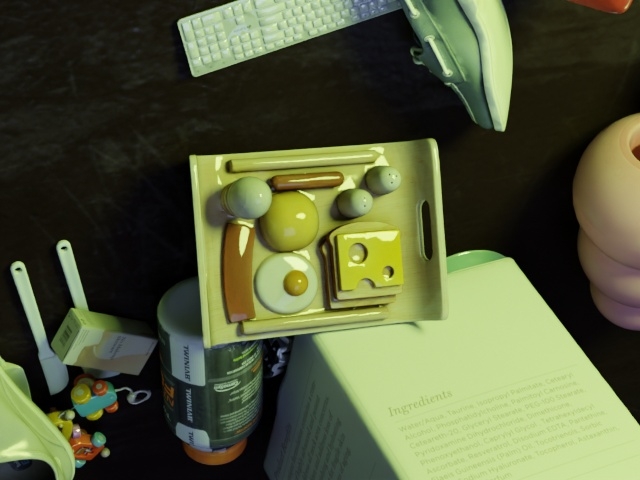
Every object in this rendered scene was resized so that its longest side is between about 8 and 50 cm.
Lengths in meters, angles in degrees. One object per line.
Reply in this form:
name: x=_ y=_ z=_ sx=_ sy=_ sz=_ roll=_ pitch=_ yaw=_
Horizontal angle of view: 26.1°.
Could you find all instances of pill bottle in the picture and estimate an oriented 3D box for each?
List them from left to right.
pill bottle: x=-0.136 y=0.172 z=1.741 sx=0.130 sy=0.130 sz=0.246 roll=-11 pitch=132 yaw=-15

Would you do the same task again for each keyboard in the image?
keyboard: x=-0.027 y=-0.249 z=1.505 sx=0.256 sy=0.014 sz=0.072 roll=-20 pitch=134 yaw=-8

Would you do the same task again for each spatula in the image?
spatula: x=-0.345 y=0.110 z=1.673 sx=0.168 sy=0.019 sz=0.242 roll=-17 pitch=134 yaw=-9

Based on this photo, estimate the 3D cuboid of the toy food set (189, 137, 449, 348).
toy food set: x=0.000 y=0.000 z=1.597 sx=0.306 sy=0.092 sz=0.220 roll=-5 pitch=91 yaw=-19

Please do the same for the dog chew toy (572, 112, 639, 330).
dog chew toy: x=0.426 y=-0.007 z=1.792 sx=0.206 sy=0.207 sz=0.332 roll=-17 pitch=139 yaw=-10

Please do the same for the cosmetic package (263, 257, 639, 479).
cosmetic package: x=0.170 y=0.293 z=1.736 sx=0.327 sy=0.394 sz=0.329 roll=-14 pitch=141 yaw=-25

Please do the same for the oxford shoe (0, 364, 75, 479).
oxford shoe: x=-0.443 y=0.192 z=1.590 sx=0.169 sy=0.130 sz=0.449 roll=-30 pitch=124 yaw=14

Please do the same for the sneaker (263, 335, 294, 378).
sneaker: x=-0.005 y=0.082 z=1.763 sx=0.106 sy=0.078 sz=0.234 roll=1 pitch=131 yaw=-29

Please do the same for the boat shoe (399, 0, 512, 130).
boat shoe: x=0.146 y=-0.240 z=1.546 sx=0.099 sy=0.116 sz=0.319 roll=-2 pitch=145 yaw=21

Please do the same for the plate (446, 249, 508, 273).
plate: x=0.192 y=0.092 z=1.891 sx=0.188 sy=0.024 sz=0.188 roll=-12 pitch=132 yaw=-13

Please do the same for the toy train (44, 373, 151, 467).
toy train: x=-0.298 y=0.223 z=1.766 sx=0.125 sy=0.046 sz=0.166 roll=12 pitch=130 yaw=-44

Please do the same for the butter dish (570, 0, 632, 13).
butter dish: x=0.288 y=-0.349 z=1.495 sx=0.159 sy=0.118 sz=0.160 roll=21 pitch=129 yaw=15

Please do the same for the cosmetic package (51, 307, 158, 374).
cosmetic package: x=-0.264 y=0.125 z=1.691 sx=0.115 sy=0.041 sz=0.060 roll=13 pitch=115 yaw=-41
